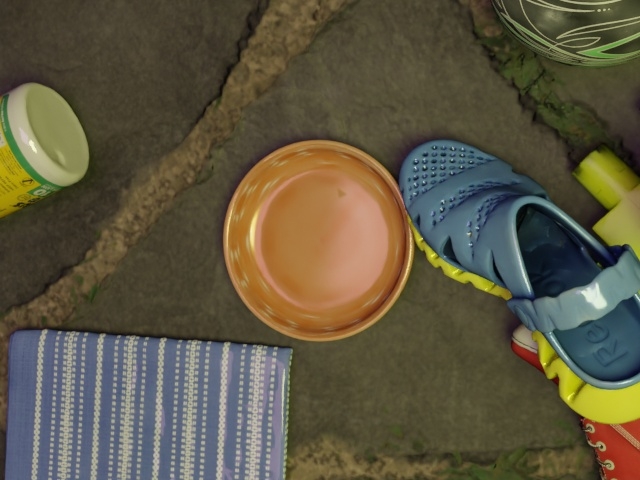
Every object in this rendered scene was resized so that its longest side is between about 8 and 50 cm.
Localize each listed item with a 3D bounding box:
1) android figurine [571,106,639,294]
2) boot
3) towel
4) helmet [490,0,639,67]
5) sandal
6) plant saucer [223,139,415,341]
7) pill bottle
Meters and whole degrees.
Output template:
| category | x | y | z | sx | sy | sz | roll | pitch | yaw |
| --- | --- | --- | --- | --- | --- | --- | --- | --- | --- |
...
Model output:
| category | x | y | z | sx | sy | sz | roll | pitch | yaw |
| --- | --- | --- | --- | --- | --- | --- | --- | --- | --- |
| android figurine | 0.360 | -0.007 | 0.882 | 0.273 | 0.056 | 0.248 | 46 | 104 | 13 |
| boot | 0.252 | 0.192 | 0.910 | 0.244 | 0.088 | 0.176 | 31 | 102 | 12 |
| towel | -0.192 | 0.223 | 1.090 | 0.336 | 0.040 | 0.243 | 2 | 91 | 16 |
| helmet | 0.230 | -0.228 | 0.865 | 0.169 | 0.169 | 0.161 | 42 | 87 | 13 |
| sandal | 0.178 | 0.002 | 0.859 | 0.126 | 0.138 | 0.317 | -36 | 53 | -11 |
| plant saucer | 0.000 | 0.000 | 1.013 | 0.200 | 0.037 | 0.200 | 0 | 91 | 18 |
| pill bottle | -0.366 | -0.078 | 1.091 | 0.208 | 0.117 | 0.118 | -23 | 84 | 17 |
